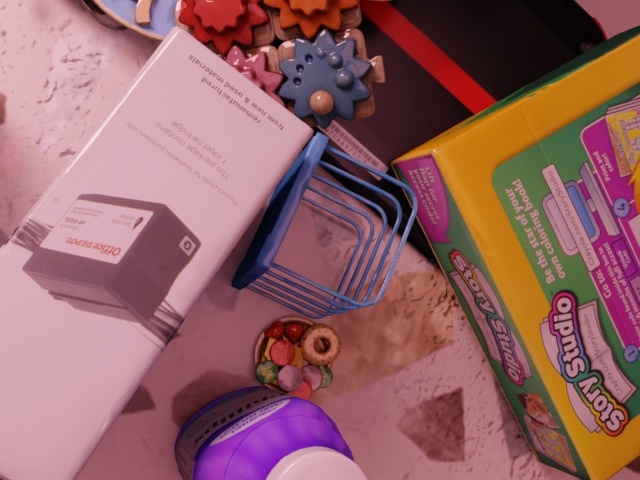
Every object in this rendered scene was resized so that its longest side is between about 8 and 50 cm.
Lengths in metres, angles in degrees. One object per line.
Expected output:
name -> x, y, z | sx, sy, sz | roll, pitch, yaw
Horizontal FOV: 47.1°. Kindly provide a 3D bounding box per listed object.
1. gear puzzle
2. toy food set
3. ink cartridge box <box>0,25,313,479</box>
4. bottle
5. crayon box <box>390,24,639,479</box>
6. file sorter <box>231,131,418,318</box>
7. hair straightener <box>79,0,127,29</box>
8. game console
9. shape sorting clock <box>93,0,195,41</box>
gear puzzle -> -0.051, -0.258, 0.627 | 0.176, 0.044, 0.338 | -8, 102, 10
toy food set -> -0.024, 0.115, 0.717 | 0.083, 0.020, 0.082 | 20, 77, -15
ink cartridge box -> -0.163, 0.021, 0.576 | 0.129, 0.223, 0.307 | 36, 74, -11
bottle -> -0.041, 0.174, 0.566 | 0.118, 0.283, 0.092 | -27, 92, -18
crayon box -> 0.292, 0.005, 0.752 | 0.313, 0.106, 0.362 | -30, 99, -15
file sorter -> 0.000, 0.000, 0.655 | 0.105, 0.170, 0.118 | 25, 76, -8
hair straightener -> -0.248, -0.257, 0.685 | 0.230, 0.047, 0.089 | 31, 75, -17
game console -> 0.104, -0.204, 0.788 | 0.387, 0.060, 0.342 | 40, 79, -9
shape sorting clock -> -0.131, -0.286, 0.680 | 0.206, 0.040, 0.206 | 1, 85, -16
